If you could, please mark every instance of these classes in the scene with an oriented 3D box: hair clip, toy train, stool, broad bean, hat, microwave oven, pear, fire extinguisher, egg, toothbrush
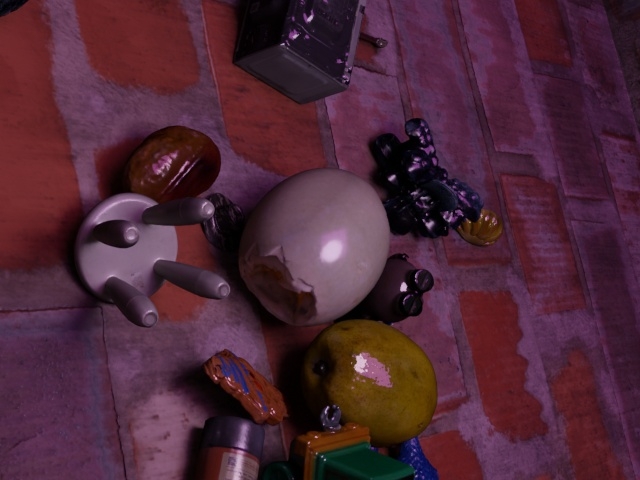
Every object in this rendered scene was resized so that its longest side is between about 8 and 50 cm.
[{"bbox_3d":[0.251,-0.129,2.350,0.310,0.194,0.206,49,38,-19],"label":"hair clip"},{"bbox_3d":[0.035,0.510,1.757,0.178,0.249,0.429,-2,98,-48],"label":"toy train"},{"bbox_3d":[-0.285,0.028,1.657,0.195,0.198,0.195,-20,110,-33],"label":"stool"},{"bbox_3d":[-0.278,-0.127,1.829,0.122,0.156,0.228,34,43,24],"label":"broad bean"},{"bbox_3d":[-0.178,-0.039,1.949,0.121,0.050,0.121,20,62,-43],"label":"hat"},{"bbox_3d":[-0.030,-0.484,2.161,0.237,0.181,0.295,27,66,-38],"label":"microwave oven"},{"bbox_3d":[0.091,0.281,1.947,0.307,0.253,0.253,21,59,-47],"label":"pear"},{"bbox_3d":[-0.156,0.505,1.696,0.200,0.113,0.376,34,51,-34],"label":"fire extinguisher"},{"bbox_3d":[0.000,0.000,1.948,0.278,0.278,0.336,55,49,-15],"label":"egg"},{"bbox_3d":[0.033,-0.518,2.384,0.364,0.041,0.041,12,66,-44],"label":"toothbrush"}]

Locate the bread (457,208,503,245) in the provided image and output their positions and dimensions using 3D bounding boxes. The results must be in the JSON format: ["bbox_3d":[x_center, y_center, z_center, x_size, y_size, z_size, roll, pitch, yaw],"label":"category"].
[{"bbox_3d":[0.417,-0.040,2.556,0.157,0.094,0.083,34,47,-43],"label":"bread"}]

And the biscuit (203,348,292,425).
[{"bbox_3d":[-0.123,0.272,1.822,0.280,0.043,0.183,34,16,-51],"label":"biscuit"}]

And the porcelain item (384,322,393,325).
[{"bbox_3d":[0.167,0.130,2.267,0.075,0.021,0.136,57,42,-13],"label":"porcelain item"}]

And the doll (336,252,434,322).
[{"bbox_3d":[0.122,0.105,2.062,0.117,0.257,0.182,40,71,-33],"label":"doll"}]

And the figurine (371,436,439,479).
[{"bbox_3d":[0.194,0.497,2.067,0.164,0.120,0.262,-9,78,-45],"label":"figurine"}]

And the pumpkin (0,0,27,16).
[{"bbox_3d":[-0.571,-0.477,1.628,0.233,0.163,0.233,7,79,-41],"label":"pumpkin"}]
